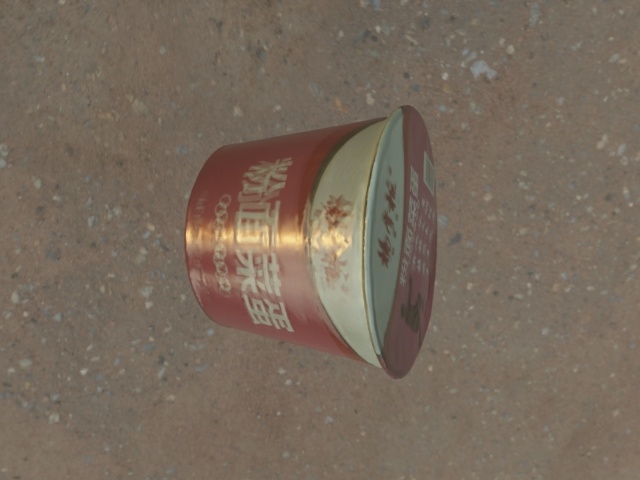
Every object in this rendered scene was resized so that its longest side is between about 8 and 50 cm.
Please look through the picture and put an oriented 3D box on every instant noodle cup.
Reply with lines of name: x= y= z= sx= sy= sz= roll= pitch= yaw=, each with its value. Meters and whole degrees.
instant noodle cup: x=0.000 y=0.000 z=0.541 sx=0.178 sy=0.235 sz=0.235 roll=1 pitch=125 yaw=22
